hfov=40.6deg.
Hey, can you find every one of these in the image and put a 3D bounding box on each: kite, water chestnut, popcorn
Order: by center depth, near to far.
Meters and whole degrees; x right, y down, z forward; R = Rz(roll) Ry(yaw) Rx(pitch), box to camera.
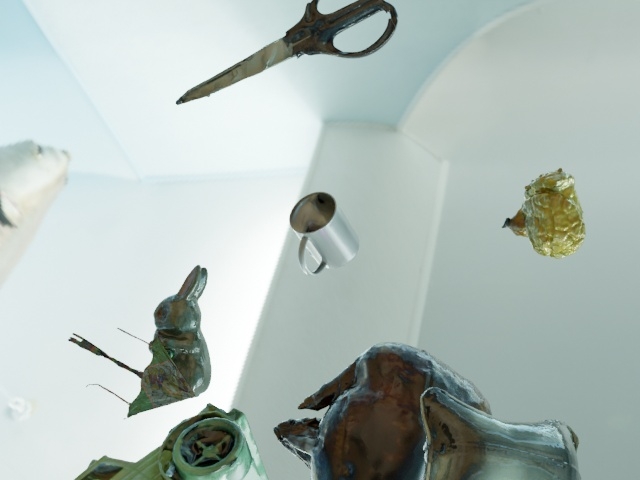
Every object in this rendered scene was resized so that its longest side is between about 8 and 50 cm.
[{"bbox_3d":[0.212,-0.023,0.829,0.084,0.084,0.084,-12,-133,13],"label":"popcorn"},{"bbox_3d":[0.091,0.281,1.139,0.289,0.289,0.244,-37,-136,-11],"label":"water chestnut"},{"bbox_3d":[-0.333,0.230,1.519,0.244,0.006,0.198,26,-140,-8],"label":"kite"}]

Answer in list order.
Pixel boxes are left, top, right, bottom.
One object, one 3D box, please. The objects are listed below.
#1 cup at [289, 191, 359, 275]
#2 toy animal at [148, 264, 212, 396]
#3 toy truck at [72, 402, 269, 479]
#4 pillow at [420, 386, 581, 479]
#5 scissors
[{"bbox_3d":[-0.004,-0.007,1.677,0.136,0.133,0.099,-42,-132,-6],"label":"cup"},{"bbox_3d":[-0.266,0.172,1.661,0.125,0.127,0.252,4,-96,-15],"label":"toy animal"},{"bbox_3d":[-0.146,0.204,0.528,0.135,0.128,0.259,23,-132,41],"label":"toy truck"},{"bbox_3d":[0.128,0.158,0.603,0.135,0.055,0.091,16,-153,-14],"label":"pillow"},{"bbox_3d":[-0.049,-0.238,1.080,0.299,0.022,0.109,-25,-93,3],"label":"scissors"}]
